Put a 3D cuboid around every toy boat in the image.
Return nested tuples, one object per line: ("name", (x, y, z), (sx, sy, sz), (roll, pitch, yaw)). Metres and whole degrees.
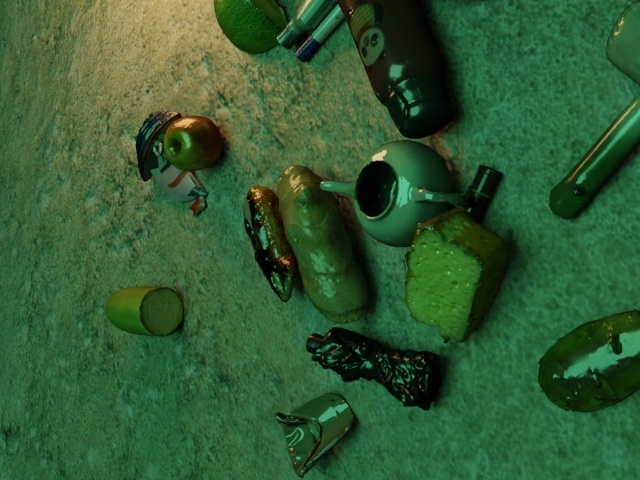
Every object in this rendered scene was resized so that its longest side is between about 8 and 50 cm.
("toy boat", (-0.404, -0.190, 1.734), (0.219, 0.072, 0.318), (-28, 78, 35))

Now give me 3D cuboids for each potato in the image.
("potato", (0.411, 0.168, 0.917), (0.226, 0.090, 0.117), (-37, 78, 31))

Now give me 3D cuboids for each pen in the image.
("pen", (0.040, -0.476, 1.355), (0.269, 0.033, 0.033), (-40, 61, 32))

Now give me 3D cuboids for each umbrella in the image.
("umbrella", (0.092, 0.226, 1.190), (0.273, 0.122, 0.110), (12, 117, 35))

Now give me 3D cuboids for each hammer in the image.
("hammer", (0.436, -0.164, 0.921), (0.206, 0.119, 0.335), (55, 128, 33))

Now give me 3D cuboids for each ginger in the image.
("ginger", (0.000, 0.000, 1.279), (0.190, 0.127, 0.353), (103, 146, -71))

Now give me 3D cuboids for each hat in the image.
("hat", (-0.001, 0.392, 1.306), (0.175, 0.085, 0.147), (-32, 52, 12))

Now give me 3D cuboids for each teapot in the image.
("teapot", (0.138, -0.084, 1.155), (0.294, 0.130, 0.192), (12, 96, 52))

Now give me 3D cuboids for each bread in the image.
("bread", (-0.099, 0.000, 1.393), (0.268, 0.095, 0.139), (61, 156, 30))
("bread", (0.228, 0.050, 1.057), (0.143, 0.140, 0.228), (36, 144, 30))

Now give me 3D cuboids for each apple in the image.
("apple", (-0.310, -0.241, 1.600), (0.147, 0.147, 0.146), (-4, 83, 43))

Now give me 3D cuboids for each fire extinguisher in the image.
("fire extinguisher", (0.264, -0.062, 1.107), (0.056, 0.039, 0.132), (32, 108, 30))

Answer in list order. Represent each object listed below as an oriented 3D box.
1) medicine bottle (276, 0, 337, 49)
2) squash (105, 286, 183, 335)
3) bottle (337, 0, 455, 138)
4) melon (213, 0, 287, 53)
("medicine bottle", (-0.017, -0.498, 1.385), (0.208, 0.054, 0.090), (-41, 36, 33))
("squash", (-0.485, 0.187, 1.723), (0.247, 0.133, 0.132), (-4, 83, 45))
("bottle", (0.145, -0.345, 1.176), (0.144, 0.144, 0.335), (-33, 67, 36))
("melon", (-0.195, -0.553, 1.517), (0.169, 0.129, 0.264), (-37, 63, 38))
